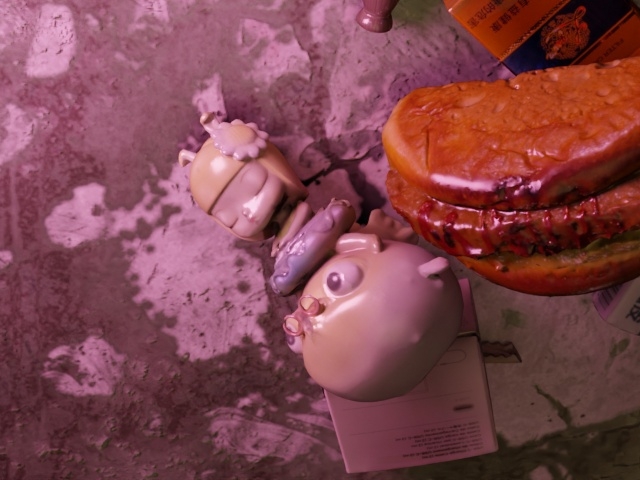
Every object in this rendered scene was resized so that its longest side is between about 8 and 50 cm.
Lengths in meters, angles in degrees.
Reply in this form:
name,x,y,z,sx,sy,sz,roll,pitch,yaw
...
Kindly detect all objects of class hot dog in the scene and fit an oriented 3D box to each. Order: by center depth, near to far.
name,x,y,z,sx,sy,sz,roll,pitch,yaw
hot dog,0.260,-0.065,1.852,0.405,0.223,0.185,-7,139,22

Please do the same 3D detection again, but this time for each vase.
name,x,y,z,sx,sy,sz,roll,pitch,yaw
vase,0.070,-0.286,1.846,0.053,0.053,0.101,4,127,-11

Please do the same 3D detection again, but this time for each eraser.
name,x,y,z,sx,sy,sz,roll,pitch,yaw
eraser,0.454,0.027,2.102,0.124,0.068,0.210,21,117,-20

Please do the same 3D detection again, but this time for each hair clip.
name,x,y,z,sx,sy,sz,roll,pitch,yaw
hair clip,0.163,0.125,2.141,0.226,0.034,0.072,28,119,-26

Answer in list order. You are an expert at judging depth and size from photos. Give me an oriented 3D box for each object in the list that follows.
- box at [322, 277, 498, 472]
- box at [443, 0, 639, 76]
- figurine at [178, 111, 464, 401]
name,x,y,z,sx,sy,sz,roll,pitch,yaw
box,0.109,0.177,2.088,0.203,0.106,0.252,-10,134,5
box,0.271,-0.251,1.890,0.152,0.070,0.237,-42,121,18
figurine,0.000,0.000,1.922,0.394,0.274,0.227,41,123,7
